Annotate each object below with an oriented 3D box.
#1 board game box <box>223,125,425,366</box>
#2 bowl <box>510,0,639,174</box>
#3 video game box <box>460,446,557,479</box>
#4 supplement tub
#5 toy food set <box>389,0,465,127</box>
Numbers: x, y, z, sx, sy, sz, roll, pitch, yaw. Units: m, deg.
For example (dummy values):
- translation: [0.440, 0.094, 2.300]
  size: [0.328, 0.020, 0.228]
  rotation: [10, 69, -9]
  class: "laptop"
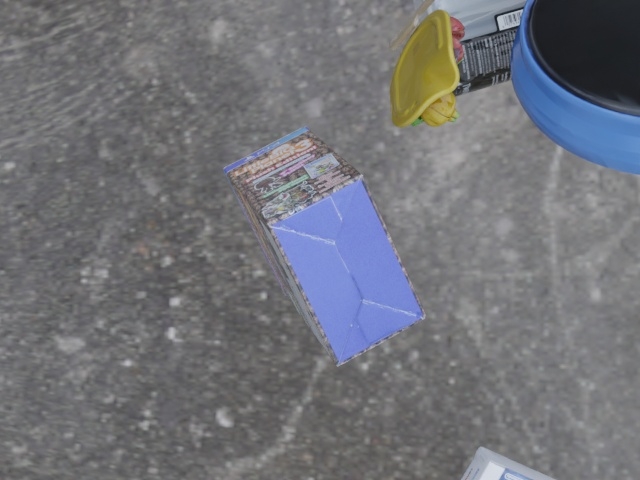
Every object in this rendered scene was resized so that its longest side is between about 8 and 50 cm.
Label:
- translation: [0.000, 0.000, 1.877]
  size: [0.141, 0.291, 0.232]
  rotation: [-28, 113, -6]
  class: "board game box"
- translation: [0.419, -0.237, 1.582]
  size: [0.391, 0.391, 0.077]
  rotation: [-49, 146, -29]
  class: "bowl"
- translation: [0.243, 0.381, 1.700]
  size: [0.205, 0.048, 0.187]
  rotation: [25, 103, -19]
  class: "video game box"
- translation: [0.306, -0.342, 1.970]
  size: [0.316, 0.193, 0.193]
  rotation: [-17, 101, -1]
  class: "supplement tub"
- translation: [0.146, -0.211, 1.656]
  size: [0.071, 0.128, 0.218]
  rotation: [25, 37, -18]
  class: "toy food set"
